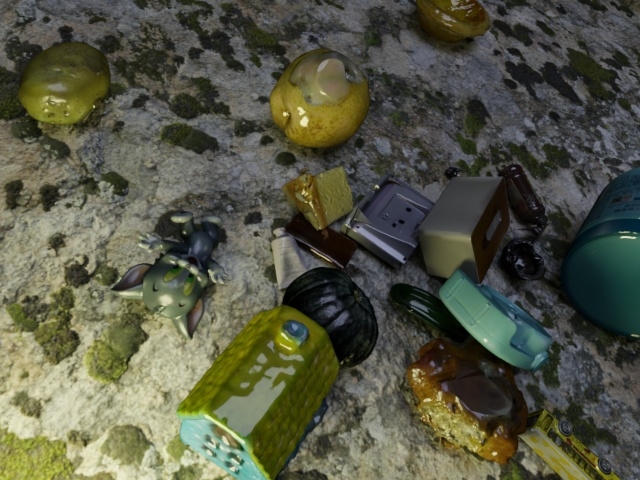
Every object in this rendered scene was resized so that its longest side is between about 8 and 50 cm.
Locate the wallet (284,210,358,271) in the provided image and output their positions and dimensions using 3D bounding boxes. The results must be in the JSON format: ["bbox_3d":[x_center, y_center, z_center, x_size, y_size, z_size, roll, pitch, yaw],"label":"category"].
[{"bbox_3d":[0.000,0.000,1.231,0.176,0.026,0.095,29,53,9],"label":"wallet"}]

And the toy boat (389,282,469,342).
[{"bbox_3d":[0.259,0.163,1.186,0.210,0.052,0.104,30,38,5],"label":"toy boat"}]

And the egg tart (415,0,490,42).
[{"bbox_3d":[0.473,-0.837,1.879,0.319,0.128,0.318,10,54,-14],"label":"egg tart"}]

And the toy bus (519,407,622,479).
[{"bbox_3d":[0.527,0.458,1.059,0.226,0.081,0.074,45,61,10],"label":"toy bus"}]

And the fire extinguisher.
[{"bbox_3d":[0.581,-0.097,1.457,0.106,0.075,0.252,-18,62,5],"label":"fire extinguisher"}]

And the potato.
[{"bbox_3d":[-0.613,-0.380,1.221,0.197,0.148,0.228,-15,55,-1],"label":"potato"}]

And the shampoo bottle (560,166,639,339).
[{"bbox_3d":[0.837,0.019,1.289,0.331,0.331,0.343,38,54,10],"label":"shampoo bottle"}]

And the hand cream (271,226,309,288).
[{"bbox_3d":[-0.078,0.038,1.177,0.084,0.053,0.142,-13,77,-23],"label":"hand cream"}]

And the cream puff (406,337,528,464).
[{"bbox_3d":[0.309,0.322,1.032,0.241,0.154,0.268,-6,57,-21],"label":"cream puff"}]

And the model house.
[{"bbox_3d":[-0.100,0.260,0.869,0.216,0.303,0.237,30,54,12],"label":"model house"}]

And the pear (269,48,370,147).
[{"bbox_3d":[-0.004,-0.378,1.369,0.271,0.271,0.271,8,55,-12],"label":"pear"}]

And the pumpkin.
[{"bbox_3d":[0.020,0.157,1.024,0.220,0.162,0.220,45,18,-19],"label":"pumpkin"}]

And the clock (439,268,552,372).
[{"bbox_3d":[0.407,0.185,1.124,0.274,0.094,0.223,27,16,-30],"label":"clock"}]

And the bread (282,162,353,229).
[{"bbox_3d":[-0.002,-0.108,1.267,0.147,0.127,0.152,-26,94,-37],"label":"bread"}]

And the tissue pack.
[{"bbox_3d":[0.363,-0.033,1.259,0.136,0.159,0.246,7,44,36],"label":"tissue pack"}]

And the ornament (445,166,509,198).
[{"bbox_3d":[0.441,-0.152,1.436,0.081,0.088,0.203,-27,57,-6],"label":"ornament"}]

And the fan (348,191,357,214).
[{"bbox_3d":[0.073,-0.100,1.335,0.056,0.004,0.083,1,57,-17],"label":"fan"}]

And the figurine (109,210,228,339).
[{"bbox_3d":[-0.296,0.042,1.049,0.193,0.140,0.265,32,37,-23],"label":"figurine"}]

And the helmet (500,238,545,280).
[{"bbox_3d":[0.524,0.060,1.326,0.098,0.070,0.123,-13,69,-17],"label":"helmet"}]

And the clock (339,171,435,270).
[{"bbox_3d":[0.188,-0.061,1.296,0.186,0.083,0.253,35,54,7],"label":"clock"}]
